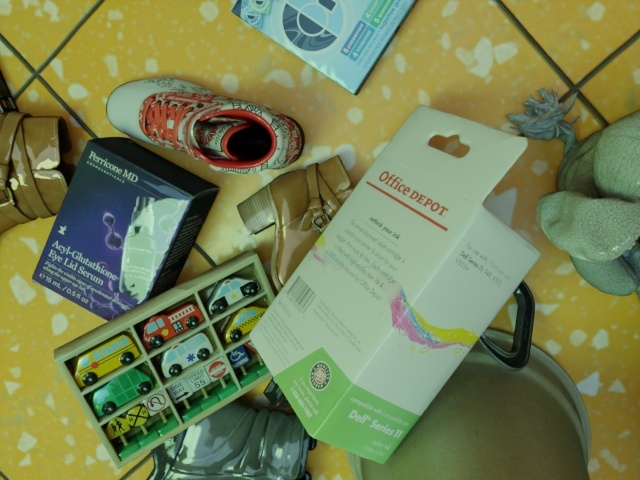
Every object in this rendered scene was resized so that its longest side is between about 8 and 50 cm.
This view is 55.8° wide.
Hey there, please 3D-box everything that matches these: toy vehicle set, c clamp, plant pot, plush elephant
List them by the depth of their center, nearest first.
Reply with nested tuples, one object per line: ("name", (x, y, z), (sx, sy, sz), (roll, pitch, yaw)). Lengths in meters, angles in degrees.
("plush elephant", (0.361, -0.059, 0.627), (0.330, 0.255, 0.272), (33, 103, 1))
("plant pot", (0.181, 0.305, 0.695), (0.334, 0.305, 0.333), (1, 101, 7))
("c clamp", (0.212, 0.075, 0.745), (0.137, 0.160, 0.022), (32, 141, -19))
("toy vehicle set", (-0.171, 0.146, 0.767), (0.267, 0.035, 0.166), (-28, 111, -19))

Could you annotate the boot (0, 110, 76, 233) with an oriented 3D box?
("boot", (-0.437, -0.040, 0.828), (0.220, 0.109, 0.283), (-4, 107, -7))

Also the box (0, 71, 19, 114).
("box", (-0.507, -0.250, 0.818), (0.114, 0.036, 0.207), (-20, 97, 11))

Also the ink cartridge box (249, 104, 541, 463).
("ink cartridge box", (0.091, 0.037, 0.681), (0.119, 0.207, 0.353), (33, 95, -33))

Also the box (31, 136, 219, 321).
("box", (-0.252, -0.011, 0.794), (0.153, 0.108, 0.207), (27, 103, 2))

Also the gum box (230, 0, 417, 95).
("gum box", (0.010, -0.295, 0.739), (0.184, 0.041, 0.157), (35, 103, 1))

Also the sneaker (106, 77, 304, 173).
("sneaker", (-0.158, -0.145, 0.736), (0.270, 0.145, 0.090), (15, 102, 5))

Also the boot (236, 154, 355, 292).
("boot", (0.000, 0.000, 0.784), (0.152, 0.073, 0.197), (-27, 101, 5))

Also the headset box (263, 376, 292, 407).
("headset box", (-0.027, 0.194, 0.822), (0.032, 0.083, 0.062), (44, 108, 42))

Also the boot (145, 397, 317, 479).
("boot", (-0.142, 0.374, 0.847), (0.223, 0.118, 0.338), (19, 102, 2))
